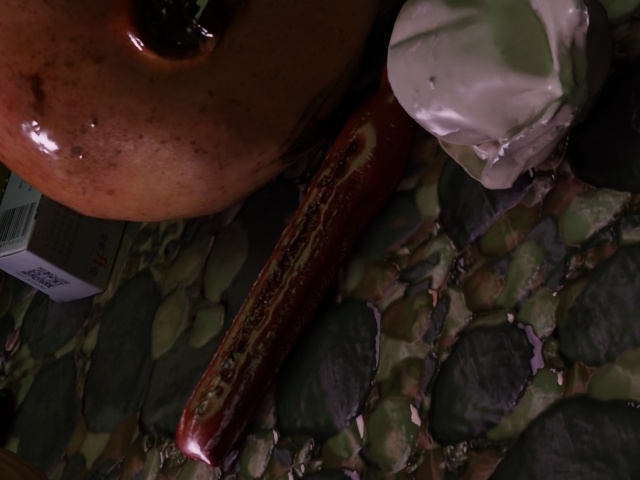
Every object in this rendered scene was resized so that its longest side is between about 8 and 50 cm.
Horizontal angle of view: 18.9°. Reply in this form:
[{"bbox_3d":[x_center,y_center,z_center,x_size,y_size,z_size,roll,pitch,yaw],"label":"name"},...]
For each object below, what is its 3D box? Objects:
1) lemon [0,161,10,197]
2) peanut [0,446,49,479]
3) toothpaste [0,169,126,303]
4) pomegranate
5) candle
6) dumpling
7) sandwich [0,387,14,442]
[{"bbox_3d":[-0.310,-0.085,1.583,0.248,0.184,0.184,-49,34,27],"label":"lemon"},{"bbox_3d":[-0.313,0.237,1.377,0.298,0.136,0.120,-40,4,28],"label":"peanut"},{"bbox_3d":[-0.173,-0.121,1.523,0.067,0.081,0.337,-12,55,47],"label":"toothpaste"},{"bbox_3d":[-0.109,-0.171,1.283,0.322,0.322,0.322,-33,41,34],"label":"pomegranate"},{"bbox_3d":[0.000,0.000,1.235,0.329,0.048,0.051,-60,20,0],"label":"candle"},{"bbox_3d":[0.104,-0.098,1.122,0.199,0.118,0.136,173,103,-71],"label":"dumpling"},{"bbox_3d":[-0.271,0.155,1.489,0.101,0.026,0.069,-58,29,-5],"label":"sandwich"}]
